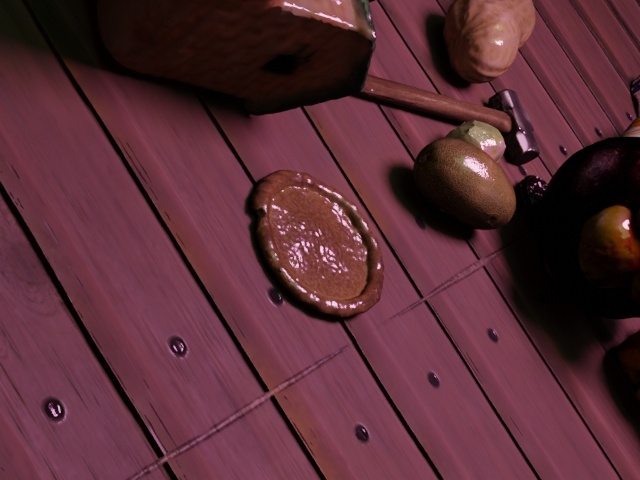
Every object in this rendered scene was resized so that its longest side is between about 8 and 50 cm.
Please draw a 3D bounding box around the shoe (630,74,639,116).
[{"bbox_3d":[0.616,-0.257,2.308,0.071,0.064,0.143,25,46,-34],"label":"shoe"}]

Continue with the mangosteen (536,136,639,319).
[{"bbox_3d":[0.435,-0.015,1.680,0.287,0.287,0.233,27,72,-34],"label":"mangosteen"}]

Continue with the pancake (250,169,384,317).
[{"bbox_3d":[-0.001,0.001,1.391,0.199,0.021,0.199,30,40,-29],"label":"pancake"}]

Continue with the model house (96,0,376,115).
[{"bbox_3d":[-0.054,-0.365,1.384,0.342,0.334,0.382,11,63,-43],"label":"model house"}]

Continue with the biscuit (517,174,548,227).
[{"bbox_3d":[0.316,-0.054,1.808,0.087,0.027,0.089,-2,62,-49],"label":"biscuit"}]

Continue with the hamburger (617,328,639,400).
[{"bbox_3d":[0.560,0.170,1.734,0.211,0.245,0.260,58,14,8],"label":"hamburger"}]

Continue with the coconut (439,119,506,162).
[{"bbox_3d":[0.209,-0.123,1.697,0.082,0.083,0.081,-41,94,-15],"label":"coconut"}]

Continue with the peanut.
[{"bbox_3d":[0.252,-0.325,1.901,0.125,0.111,0.274,36,32,0],"label":"peanut"}]

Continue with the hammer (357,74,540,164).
[{"bbox_3d":[0.171,-0.183,1.743,0.365,0.043,0.111,8,56,-44],"label":"hammer"}]

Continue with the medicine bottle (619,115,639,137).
[{"bbox_3d":[0.534,-0.111,2.002,0.158,0.158,0.318,53,34,-2],"label":"medicine bottle"}]

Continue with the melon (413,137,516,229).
[{"bbox_3d":[0.187,-0.069,1.605,0.162,0.099,0.099,31,41,-33],"label":"melon"}]
